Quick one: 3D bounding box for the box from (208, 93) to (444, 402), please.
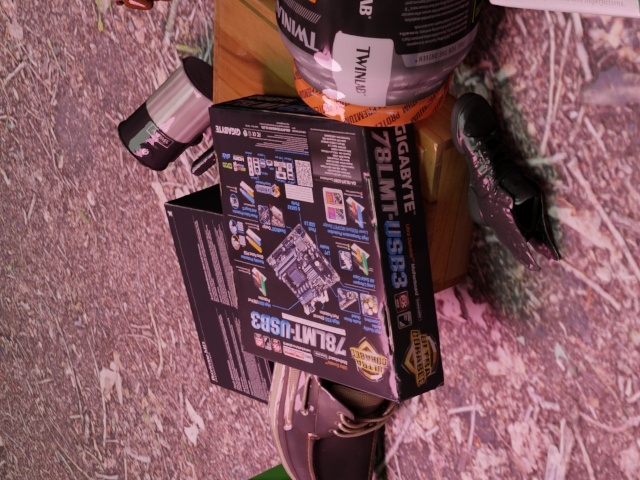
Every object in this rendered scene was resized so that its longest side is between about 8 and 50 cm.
[{"bbox_3d":[0.000,0.000,1.590,0.295,0.073,0.293,11,115,54],"label":"box"}]

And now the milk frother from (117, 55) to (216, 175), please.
[{"bbox_3d":[-0.173,-0.170,1.936,0.135,0.129,0.143,-41,36,25],"label":"milk frother"}]

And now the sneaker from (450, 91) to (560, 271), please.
[{"bbox_3d":[0.179,-0.058,1.443,0.089,0.051,0.170,24,134,52],"label":"sneaker"}]

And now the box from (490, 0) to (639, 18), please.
[{"bbox_3d":[0.217,-0.277,1.155,0.181,0.119,0.181,20,125,55],"label":"box"}]

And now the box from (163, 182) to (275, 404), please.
[{"bbox_3d":[-0.091,0.067,1.936,0.184,0.103,0.261,10,118,54],"label":"box"}]

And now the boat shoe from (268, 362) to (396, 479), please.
[{"bbox_3d":[0.017,0.180,1.794,0.130,0.132,0.355,27,132,51],"label":"boat shoe"}]

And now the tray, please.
[{"bbox_3d":[0.016,-0.134,1.648,0.411,0.076,0.202,44,143,39],"label":"tray"}]

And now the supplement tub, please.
[{"bbox_3d":[0.057,-0.274,1.356,0.193,0.194,0.316,42,142,40],"label":"supplement tub"}]

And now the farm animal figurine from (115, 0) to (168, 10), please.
[{"bbox_3d":[-0.245,-0.436,1.789,0.326,0.172,0.330,59,150,17],"label":"farm animal figurine"}]

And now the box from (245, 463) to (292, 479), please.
[{"bbox_3d":[0.027,0.437,1.953,0.262,0.127,0.231,24,129,52],"label":"box"}]
